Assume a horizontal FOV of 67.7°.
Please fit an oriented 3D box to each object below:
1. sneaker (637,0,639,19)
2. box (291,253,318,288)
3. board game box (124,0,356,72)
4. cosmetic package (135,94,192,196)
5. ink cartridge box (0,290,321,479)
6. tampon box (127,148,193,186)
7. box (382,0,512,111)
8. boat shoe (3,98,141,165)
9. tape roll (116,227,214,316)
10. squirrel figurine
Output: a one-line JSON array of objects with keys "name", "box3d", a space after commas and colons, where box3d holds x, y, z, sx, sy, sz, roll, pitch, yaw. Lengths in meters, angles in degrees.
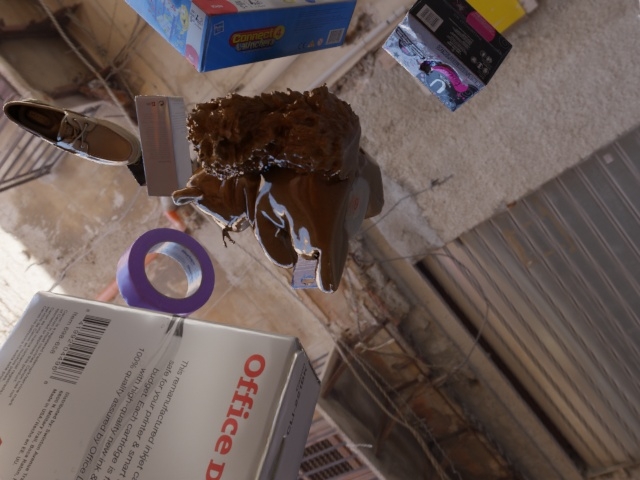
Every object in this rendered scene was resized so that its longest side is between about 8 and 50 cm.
[{"name": "sneaker", "box3d": [0.577, -0.438, 0.787, 0.092, 0.087, 0.229, 56, -176, 38]}, {"name": "box", "box3d": [0.000, 0.000, 1.069, 0.036, 0.136, 0.226, 21, -108, -33]}, {"name": "board game box", "box3d": [-0.152, -0.414, 0.775, 0.302, 0.086, 0.308, 44, -132, 18]}, {"name": "cosmetic package", "box3d": [-0.372, -0.228, 1.148, 0.117, 0.085, 0.231, -77, -13, -74]}, {"name": "ink cartridge box", "box3d": [-0.155, 0.170, 0.406, 0.114, 0.272, 0.197, 70, -148, -53]}, {"name": "tampon box", "box3d": [-0.489, -0.242, 1.450, 0.102, 0.120, 0.161, 57, -164, -2]}, {"name": "box", "box3d": [0.305, -0.471, 1.165, 0.247, 0.142, 0.163, 40, -112, -6]}, {"name": "boat shoe", "box3d": [-0.662, -0.285, 1.283, 0.340, 0.122, 0.110, 17, -170, -7]}, {"name": "tape roll", "box3d": [-0.459, 0.103, 1.433, 0.274, 0.090, 0.275, 26, -132, -33]}, {"name": "squirrel figurine", "box3d": [-0.104, -0.131, 0.918, 0.281, 0.370, 0.397, -60, -27, -32]}]
